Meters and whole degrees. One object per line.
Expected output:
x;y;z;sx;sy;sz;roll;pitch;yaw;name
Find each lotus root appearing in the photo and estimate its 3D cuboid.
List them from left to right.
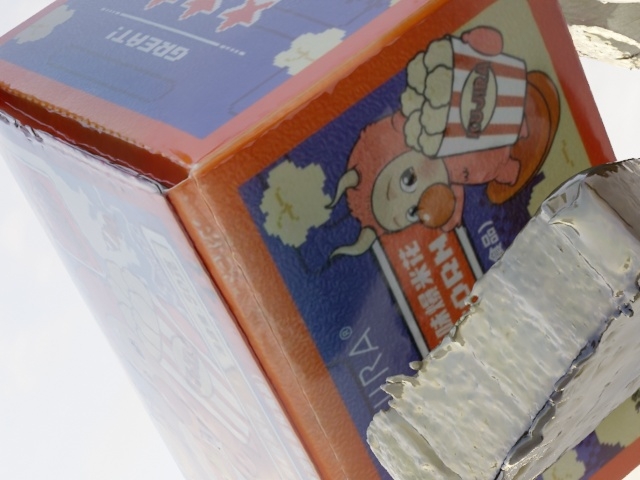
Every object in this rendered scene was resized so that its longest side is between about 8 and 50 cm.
0.117;0.041;0.899;0.170;0.074;0.260;-25;-23;-41;lotus root

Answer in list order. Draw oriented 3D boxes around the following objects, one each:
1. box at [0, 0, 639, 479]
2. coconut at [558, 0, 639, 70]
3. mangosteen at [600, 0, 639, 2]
0.000;0.000;1.194;0.257;0.318;0.348;-36;-58;-18;box
0.199;-0.193;1.285;0.171;0.183;0.171;-19;-59;-35;coconut
0.166;-0.198;0.947;0.200;0.200;0.200;-45;-31;-36;mangosteen
